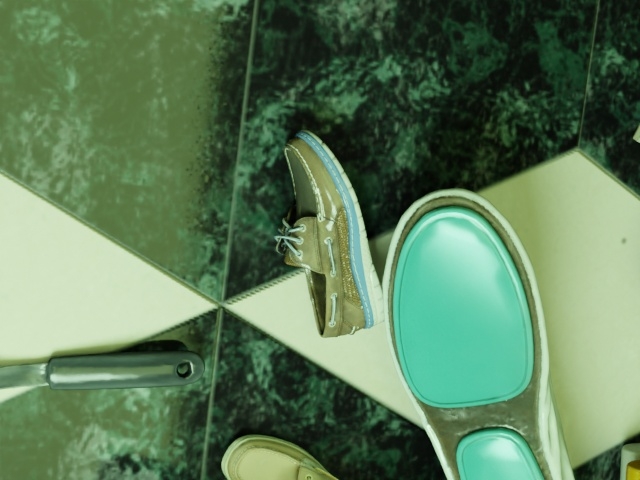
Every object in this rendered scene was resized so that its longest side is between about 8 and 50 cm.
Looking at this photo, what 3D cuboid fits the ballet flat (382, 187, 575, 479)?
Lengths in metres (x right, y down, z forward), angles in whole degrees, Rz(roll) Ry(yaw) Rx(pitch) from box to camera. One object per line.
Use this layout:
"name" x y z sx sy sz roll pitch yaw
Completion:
"ballet flat" 0.150 0.127 1.080 0.139 0.139 0.400 -24 109 -18

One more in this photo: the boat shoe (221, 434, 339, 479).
"boat shoe" -0.007 0.222 1.056 0.170 0.059 0.063 33 84 -24

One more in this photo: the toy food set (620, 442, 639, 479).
"toy food set" 0.381 0.254 1.198 0.232 0.111 0.104 -2 98 -26

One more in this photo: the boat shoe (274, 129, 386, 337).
"boat shoe" 0.000 0.000 1.023 0.066 0.066 0.183 -25 107 -17

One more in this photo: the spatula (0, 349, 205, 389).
"spatula" -0.234 0.107 0.957 0.296 0.030 0.084 -2 96 -23

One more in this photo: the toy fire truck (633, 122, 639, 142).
"toy fire truck" 0.364 -0.037 1.141 0.246 0.158 0.217 20 90 -13
